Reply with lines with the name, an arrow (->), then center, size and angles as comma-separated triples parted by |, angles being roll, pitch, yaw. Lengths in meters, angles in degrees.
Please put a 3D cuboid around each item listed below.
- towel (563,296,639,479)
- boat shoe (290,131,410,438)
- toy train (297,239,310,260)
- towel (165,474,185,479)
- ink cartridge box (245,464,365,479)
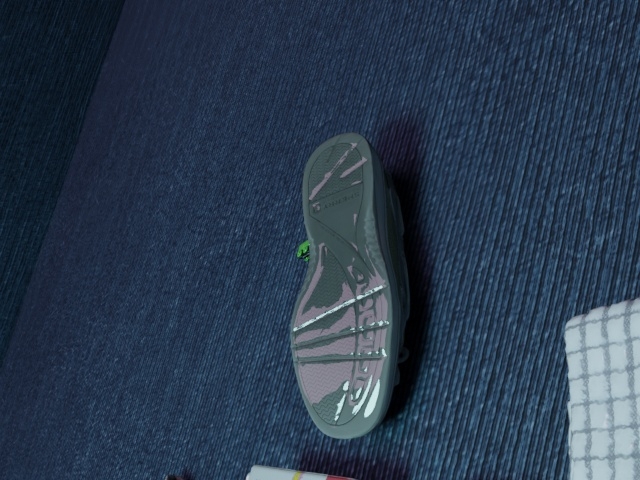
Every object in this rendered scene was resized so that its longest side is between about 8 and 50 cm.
towel -> 0.250, 0.157, 0.456 | 0.235, 0.121, 0.284 | -29, 50, 49
boat shoe -> 0.042, 0.046, 0.885 | 0.118, 0.103, 0.321 | -18, 60, 29
toy train -> 0.000, 0.000, 1.041 | 0.083, 0.017, 0.024 | -34, 34, 43
towel -> -0.172, 0.427, 1.012 | 0.282, 0.049, 0.187 | 34, 99, 59
ink cartridge box -> -0.007, 0.287, 0.814 | 0.175, 0.072, 0.128 | -13, 61, 54
